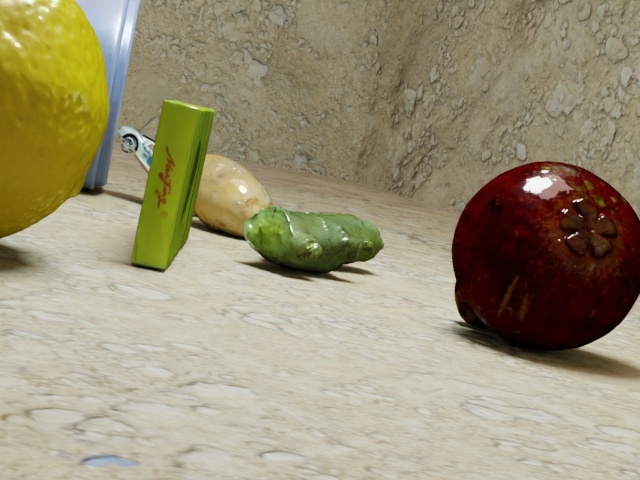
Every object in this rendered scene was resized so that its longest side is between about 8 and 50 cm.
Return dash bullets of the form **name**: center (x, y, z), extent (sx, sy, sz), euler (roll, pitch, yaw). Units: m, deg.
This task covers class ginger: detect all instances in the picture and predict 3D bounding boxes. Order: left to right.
- **ginger**: center (-0.003, 0.001, 1.736), extent (0.137, 0.089, 0.290), euler (-5, -4, 14)

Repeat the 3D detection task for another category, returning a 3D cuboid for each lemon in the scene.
- **lemon**: center (-0.375, -0.150, 1.266), extent (0.336, 0.336, 0.336), euler (12, 5, -1)

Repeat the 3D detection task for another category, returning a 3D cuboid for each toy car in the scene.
- **toy car**: center (-0.262, -0.120, 2.147), extent (0.205, 0.056, 0.095), euler (51, 9, 20)

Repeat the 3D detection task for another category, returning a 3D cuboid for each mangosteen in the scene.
- **mangosteen**: center (0.243, 0.030, 1.465), extent (0.215, 0.215, 0.257), euler (11, -25, -15)

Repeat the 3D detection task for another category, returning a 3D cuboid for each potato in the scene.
- **potato**: center (-0.141, -0.065, 1.972), extent (0.109, 0.118, 0.178), euler (-30, 41, -24)

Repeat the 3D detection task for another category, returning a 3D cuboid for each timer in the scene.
- **timer**: center (-0.408, -0.271, 2.143), extent (0.173, 0.394, 0.395), euler (12, 5, -10)

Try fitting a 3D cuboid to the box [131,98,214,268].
- **box**: center (-0.175, -0.075, 1.579), extent (0.047, 0.187, 0.335), euler (13, 5, -3)
